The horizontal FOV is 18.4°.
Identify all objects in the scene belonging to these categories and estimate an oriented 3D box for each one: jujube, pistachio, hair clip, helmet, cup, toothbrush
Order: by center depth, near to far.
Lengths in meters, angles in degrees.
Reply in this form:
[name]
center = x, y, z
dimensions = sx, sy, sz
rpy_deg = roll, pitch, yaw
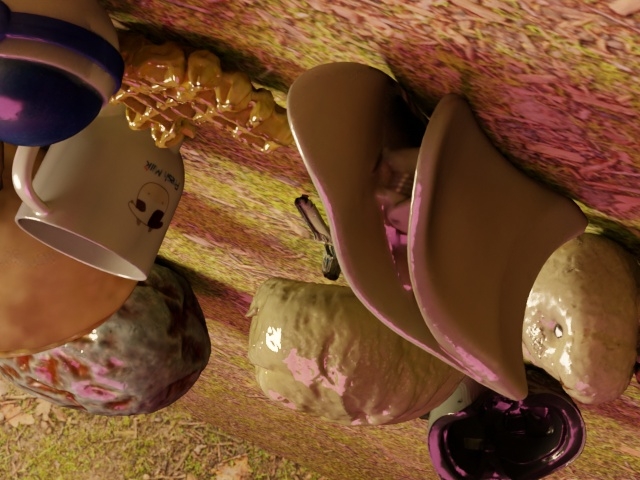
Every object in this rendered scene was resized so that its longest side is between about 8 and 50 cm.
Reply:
[hair clip]
center = 0.082, -0.024, 1.461
dimensions = 0.113, 0.173, 0.282
rpy_deg = 5, 150, 33
[cup]
center = -0.211, -0.063, 1.833
dimensions = 0.173, 0.142, 0.134
rpy_deg = 28, 167, -23
[toothbrush]
center = 0.002, -0.006, 1.960
dimensions = 0.026, 0.028, 0.294
rpy_deg = 15, 166, 10
[pistachio]
center = -0.346, 0.007, 2.166
dimensions = 0.321, 0.238, 0.229
rpy_deg = -9, 165, -9
[helmet]
center = 0.203, 0.198, 2.243
dimensions = 0.176, 0.107, 0.153
rpy_deg = -4, 128, -7
[jujube]
center = -0.289, 0.118, 2.565
dimensions = 0.308, 0.215, 0.246
rpy_deg = 9, 162, 44

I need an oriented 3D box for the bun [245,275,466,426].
[bun]
center = 0.032, 0.118, 2.071
dimensions = 0.243, 0.153, 0.244
rpy_deg = 5, 173, 1

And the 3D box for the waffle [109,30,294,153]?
[waffle]
center = -0.106, -0.119, 1.621
dimensions = 0.194, 0.051, 0.149
rpy_deg = 12, 160, 38

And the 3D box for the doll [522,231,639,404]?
[doll]
center = 0.290, 0.083, 1.602
dimensions = 0.278, 0.149, 0.175
rpy_deg = 8, 132, 10

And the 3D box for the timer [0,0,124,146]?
[timer]
center = -0.336, -0.143, 1.581
dimensions = 0.383, 0.270, 0.270
rpy_deg = 1, 159, 25

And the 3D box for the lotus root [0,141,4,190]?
[lotus root]
center = -0.507, -0.102, 1.991
dimensions = 0.346, 0.250, 0.250
rpy_deg = 18, 167, 19

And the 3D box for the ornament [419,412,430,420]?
[ornament]
center = 0.093, 0.141, 2.290
dimensions = 0.203, 0.081, 0.088
rpy_deg = 32, 164, -36
